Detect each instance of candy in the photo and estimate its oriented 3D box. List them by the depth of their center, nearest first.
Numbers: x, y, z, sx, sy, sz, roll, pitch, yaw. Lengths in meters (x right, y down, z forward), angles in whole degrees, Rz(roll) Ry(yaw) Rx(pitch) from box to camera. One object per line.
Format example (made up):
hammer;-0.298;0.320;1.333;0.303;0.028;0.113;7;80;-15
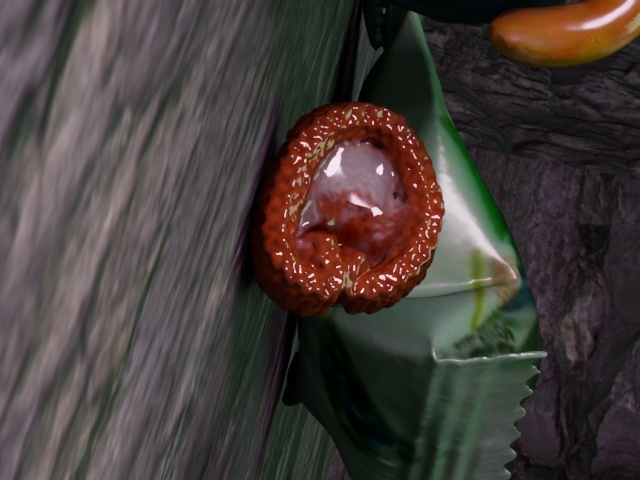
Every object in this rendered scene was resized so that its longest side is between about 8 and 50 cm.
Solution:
candy;0.068;-0.002;1.041;0.263;0.172;0.398;103;-12;-54

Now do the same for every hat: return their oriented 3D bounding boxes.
hat;0.000;0.000;0.719;0.112;0.093;0.162;-67;-169;-18

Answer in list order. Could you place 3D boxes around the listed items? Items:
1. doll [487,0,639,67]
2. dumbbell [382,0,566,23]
doll;0.074;-0.208;0.513;0.167;0.162;0.269;-57;160;-13
dumbbell;0.109;-0.295;0.831;0.143;0.156;0.316;-3;-107;63
